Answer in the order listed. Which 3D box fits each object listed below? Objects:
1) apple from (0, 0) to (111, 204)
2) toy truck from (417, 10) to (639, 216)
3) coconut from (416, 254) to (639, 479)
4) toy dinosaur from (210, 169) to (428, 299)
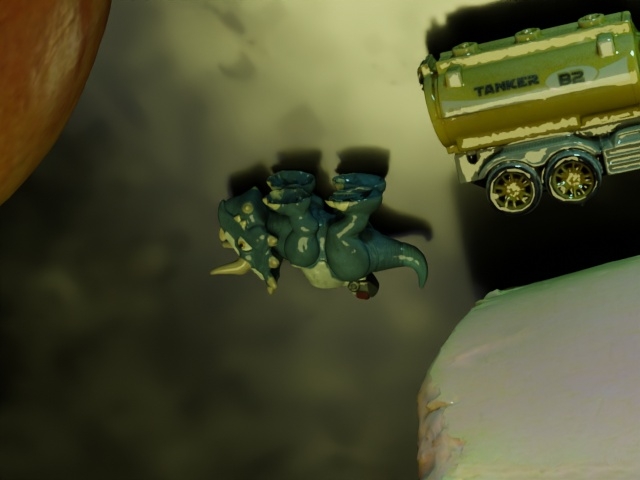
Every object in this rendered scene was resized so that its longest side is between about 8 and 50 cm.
[{"bbox_3d":[-0.198,-0.102,0.574,0.286,0.286,0.233,-9,120,11],"label":"apple"},{"bbox_3d":[0.100,-0.051,0.685,0.123,0.052,0.063,-12,106,14],"label":"toy truck"},{"bbox_3d":[0.176,0.106,0.667,0.245,0.233,0.233,-11,113,19],"label":"coconut"},{"bbox_3d":[0.000,0.000,0.732,0.083,0.030,0.047,1,116,7],"label":"toy dinosaur"}]
